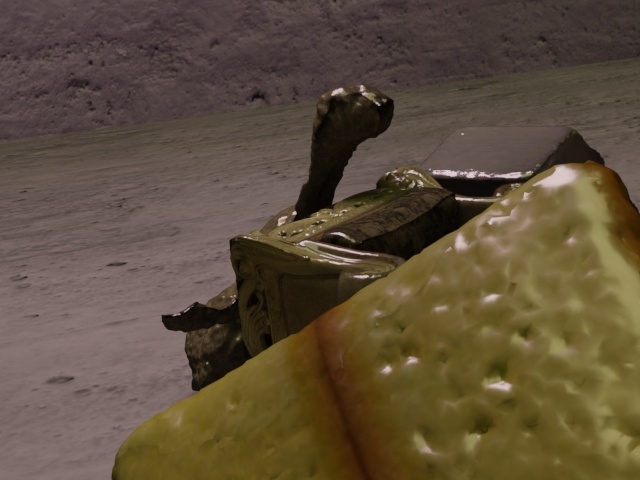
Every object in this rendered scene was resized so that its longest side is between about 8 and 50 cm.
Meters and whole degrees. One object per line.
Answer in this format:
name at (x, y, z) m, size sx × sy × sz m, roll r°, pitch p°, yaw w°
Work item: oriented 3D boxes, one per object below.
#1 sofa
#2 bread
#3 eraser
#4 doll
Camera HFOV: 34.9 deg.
sofa at (0.081, 0.066, 0.679) m, size 0.182 × 0.199 × 0.258 m, roll 2°, pitch 15°, yaw 33°
bread at (0.100, 0.188, 0.352) m, size 0.233 × 0.245 × 0.361 m, roll -32°, pitch 46°, yaw 10°
eraser at (0.216, -0.018, 0.922) m, size 0.111 × 0.077 × 0.352 m, roll 7°, pitch -16°, yaw 36°
doll at (-0.025, 0.007, 0.821) m, size 0.091 × 0.285 × 0.203 m, roll 32°, pitch 6°, yaw 4°
